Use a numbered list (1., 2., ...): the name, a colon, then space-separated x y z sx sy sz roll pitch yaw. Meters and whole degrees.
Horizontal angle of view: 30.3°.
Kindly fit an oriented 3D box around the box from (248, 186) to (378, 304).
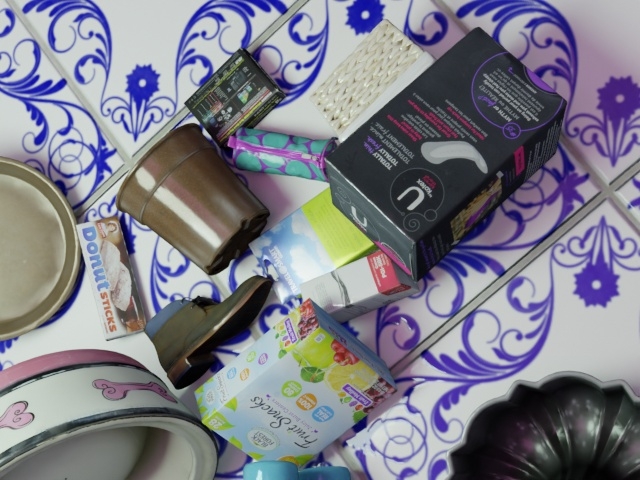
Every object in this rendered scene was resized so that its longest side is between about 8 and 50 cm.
1. box: 0.000 0.000 1.643 0.178 0.042 0.109 -35 73 14

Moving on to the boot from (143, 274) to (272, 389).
1. boot: -0.166 0.102 1.666 0.219 0.082 0.106 -47 69 19

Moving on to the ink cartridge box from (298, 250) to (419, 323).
1. ink cartridge box: 0.052 0.064 1.588 0.135 0.099 0.056 -23 75 16

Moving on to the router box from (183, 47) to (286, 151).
1. router box: -0.124 -0.204 1.711 0.122 0.038 0.092 -42 72 11

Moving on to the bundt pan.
1. bundt pan: 0.318 0.325 1.453 0.330 0.124 0.331 -2 83 19

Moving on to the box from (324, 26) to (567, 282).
1. box: 0.159 -0.108 1.499 0.270 0.143 0.165 -41 70 -12

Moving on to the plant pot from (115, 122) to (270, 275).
1. plant pot: -0.171 -0.050 1.654 0.165 0.167 0.167 43 99 11

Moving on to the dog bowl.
1. dog bowl: -0.349 0.309 1.567 0.408 0.408 0.150 -42 56 11

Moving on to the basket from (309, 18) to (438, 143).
1. basket: 0.080 -0.203 1.599 0.167 0.113 0.103 -46 70 10

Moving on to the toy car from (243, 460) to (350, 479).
1. toy car: 0.038 0.381 1.474 0.238 0.210 0.219 -18 66 38

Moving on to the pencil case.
1. pencil case: -0.049 -0.121 1.659 0.151 0.070 0.065 9 88 21

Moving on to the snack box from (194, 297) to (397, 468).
1. snack box: -0.032 0.200 1.565 0.207 0.174 0.070 -40 35 13

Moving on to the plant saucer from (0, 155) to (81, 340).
1. plant saucer: -0.497 0.012 1.768 0.277 0.041 0.278 0 89 -8

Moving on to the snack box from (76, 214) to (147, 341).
1. snack box: -0.309 0.055 1.746 0.064 0.022 0.178 -15 78 -11
